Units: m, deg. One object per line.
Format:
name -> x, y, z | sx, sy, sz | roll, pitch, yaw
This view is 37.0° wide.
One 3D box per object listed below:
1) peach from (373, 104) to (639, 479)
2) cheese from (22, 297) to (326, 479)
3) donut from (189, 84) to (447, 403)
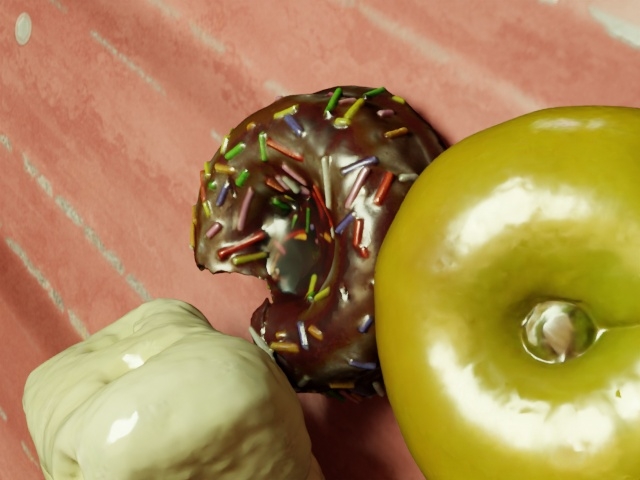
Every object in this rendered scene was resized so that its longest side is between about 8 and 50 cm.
peach -> 0.146, 0.047, 0.515 | 0.251, 0.153, 0.251 | 0, 90, 27
cheese -> -0.082, 0.172, 0.651 | 0.248, 0.173, 0.251 | 60, 158, -6
donut -> 0.000, -0.001, 0.681 | 0.216, 0.096, 0.230 | -34, 66, 38
